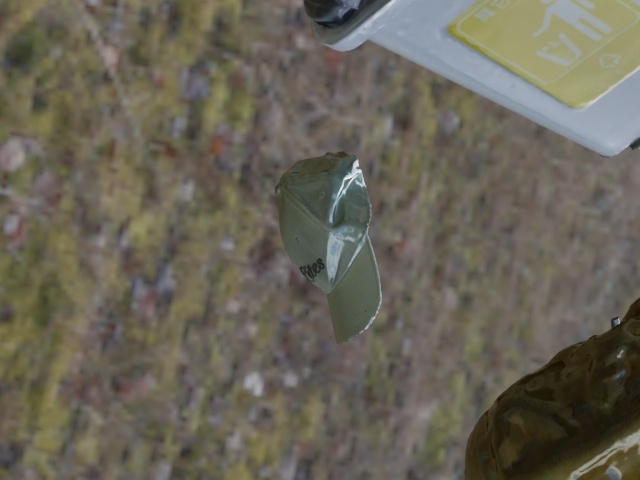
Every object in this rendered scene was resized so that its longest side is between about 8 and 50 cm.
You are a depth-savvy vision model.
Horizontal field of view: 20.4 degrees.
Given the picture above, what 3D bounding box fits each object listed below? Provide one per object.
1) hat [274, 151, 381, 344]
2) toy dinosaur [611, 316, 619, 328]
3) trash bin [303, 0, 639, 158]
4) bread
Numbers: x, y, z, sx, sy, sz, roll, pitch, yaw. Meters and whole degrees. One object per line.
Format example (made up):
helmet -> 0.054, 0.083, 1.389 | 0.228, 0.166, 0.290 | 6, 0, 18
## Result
hat -> 0.005, 0.005, 1.482 | 0.122, 0.081, 0.166 | 156, -73, -78
toy dinosaur -> 0.355, 0.200, 1.918 | 0.187, 0.087, 0.178 | -92, -174, -64
trash bin -> 0.165, -0.259, 1.473 | 0.368, 0.256, 0.296 | 28, 39, -34
bread -> 0.214, 0.114, 1.100 | 0.130, 0.268, 0.152 | 37, 23, -52
